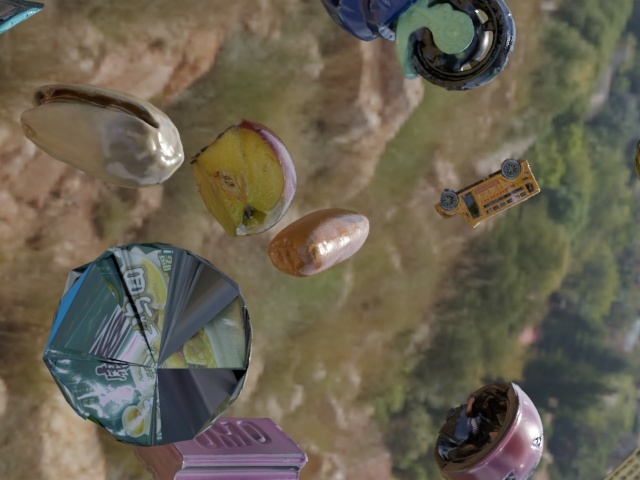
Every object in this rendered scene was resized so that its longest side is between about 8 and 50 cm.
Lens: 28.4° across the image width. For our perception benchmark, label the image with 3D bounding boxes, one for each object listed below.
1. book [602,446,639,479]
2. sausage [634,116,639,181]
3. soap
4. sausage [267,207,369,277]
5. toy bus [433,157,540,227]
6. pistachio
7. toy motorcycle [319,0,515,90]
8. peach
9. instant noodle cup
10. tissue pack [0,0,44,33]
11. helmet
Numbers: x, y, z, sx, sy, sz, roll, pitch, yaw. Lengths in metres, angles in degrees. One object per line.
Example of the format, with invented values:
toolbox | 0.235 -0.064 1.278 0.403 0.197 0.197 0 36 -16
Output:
book | 0.427 0.142 1.043 0.428 0.039 0.300 -45 133 12
sausage | 0.493 -0.044 1.659 0.317 0.125 0.117 60 -2 -8
soap | -0.132 0.286 1.683 0.203 0.122 0.065 6 109 -37
sausage | 0.000 0.000 1.906 0.238 0.098 0.098 -28 125 -63
toy bus | 0.261 -0.071 1.994 0.074 0.162 0.069 62 9 -3
pistachio | -0.293 -0.142 1.713 0.152 0.223 0.126 125 -17 -54
toy motorcycle | 0.093 -0.302 1.153 0.125 0.196 0.331 3 91 -67
peach | -0.089 -0.074 1.497 0.118 0.151 0.151 -19 116 -61
instant noodle cup | -0.214 0.117 1.480 0.178 0.240 0.240 178 -77 -68
tissue pack | -0.422 -0.281 1.602 0.138 0.085 0.028 -52 152 -50
helmet | 0.297 0.345 2.120 0.198 0.154 0.253 -50 -164 -5
